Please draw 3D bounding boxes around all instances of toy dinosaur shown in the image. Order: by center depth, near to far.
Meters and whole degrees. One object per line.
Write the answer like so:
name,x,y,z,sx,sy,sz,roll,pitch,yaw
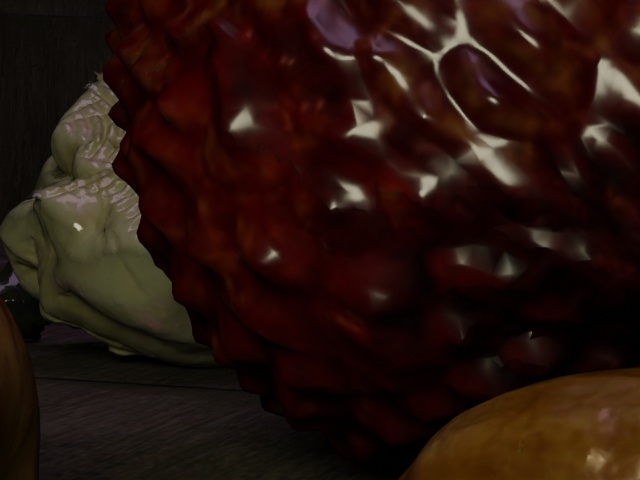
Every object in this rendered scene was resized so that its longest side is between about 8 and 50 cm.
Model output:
toy dinosaur,-0.243,0.057,1.393,0.187,0.087,0.179,0,1,-7

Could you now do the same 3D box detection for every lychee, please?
lychee,0.111,-0.059,0.840,0.500,0.424,0.425,36,21,29

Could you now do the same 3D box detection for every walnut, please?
walnut,0.114,0.097,0.549,0.207,0.115,0.116,-5,0,21

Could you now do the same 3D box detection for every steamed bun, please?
steamed bun,-0.127,-0.004,1.346,0.275,0.206,0.320,2,35,8

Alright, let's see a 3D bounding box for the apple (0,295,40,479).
apple,-0.243,0.055,0.603,0.251,0.163,0.293,3,1,6
